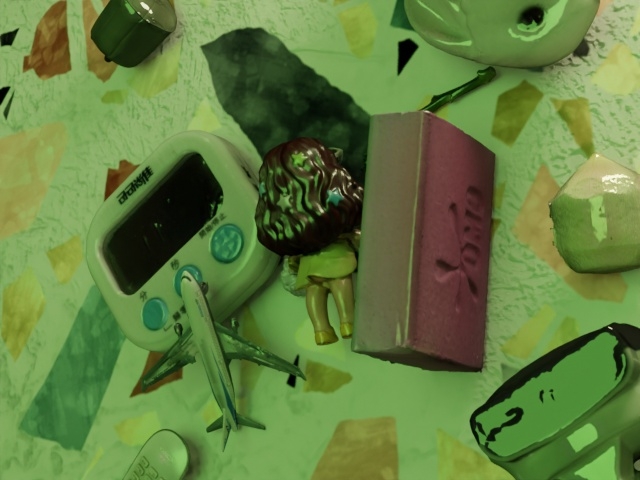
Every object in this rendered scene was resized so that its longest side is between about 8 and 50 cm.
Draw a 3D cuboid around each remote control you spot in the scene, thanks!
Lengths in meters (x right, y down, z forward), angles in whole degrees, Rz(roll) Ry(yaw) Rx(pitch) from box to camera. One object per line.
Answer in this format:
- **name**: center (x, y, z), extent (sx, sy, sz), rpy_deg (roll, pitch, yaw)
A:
- **remote control**: center (-0.227, 0.337, 1.465), extent (0.073, 0.044, 0.229), rpy_deg (38, 108, 28)

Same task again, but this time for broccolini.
- **broccolini**: center (0.122, -0.146, 1.361), extent (0.194, 0.054, 0.052), rpy_deg (-43, 40, 15)

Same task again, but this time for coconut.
- **coconut**: center (0.288, -0.028, 1.185), extent (0.110, 0.110, 0.124), rpy_deg (-10, 80, 31)

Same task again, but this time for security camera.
- **security camera**: center (0.291, 0.235, 1.068), extent (0.197, 0.191, 0.277), rpy_deg (-37, 64, 14)

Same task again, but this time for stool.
- **stool**: center (-0.263, -0.301, 1.617), extent (0.110, 0.096, 0.096), rpy_deg (-42, 59, 24)

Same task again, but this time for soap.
- **soap**: center (0.116, 0.005, 1.242), extent (0.081, 0.181, 0.259), rpy_deg (-1, 76, 32)

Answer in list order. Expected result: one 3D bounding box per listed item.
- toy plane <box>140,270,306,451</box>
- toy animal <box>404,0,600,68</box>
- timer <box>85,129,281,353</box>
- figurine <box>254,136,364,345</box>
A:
- **toy plane**: center (-0.130, 0.139, 1.391), extent (0.226, 0.058, 0.226), rpy_deg (-7, 102, 22)
- **toy animal**: center (0.162, -0.340, 1.307), extent (0.258, 0.194, 0.357), rpy_deg (-25, 73, 15)
- **timer**: center (-0.173, 0.002, 1.485), extent (0.262, 0.087, 0.237), rpy_deg (-43, 60, 17)
- **figurine**: center (-0.001, -0.002, 1.342), extent (0.174, 0.116, 0.240), rpy_deg (-19, 87, 28)
